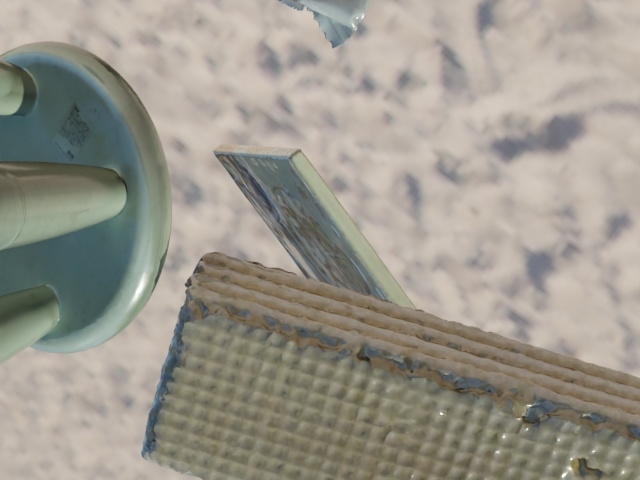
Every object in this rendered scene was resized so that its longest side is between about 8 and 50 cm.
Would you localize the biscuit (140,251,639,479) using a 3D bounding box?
[{"bbox_3d":[0.106,0.133,1.198,0.426,0.144,0.078,16,-153,-2],"label":"biscuit"}]

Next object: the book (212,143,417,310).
[{"bbox_3d":[0.000,0.000,1.701,0.208,0.020,0.295,54,170,-12],"label":"book"}]

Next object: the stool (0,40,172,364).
[{"bbox_3d":[-0.217,-0.017,1.125,0.195,0.195,0.199,46,-150,22],"label":"stool"}]

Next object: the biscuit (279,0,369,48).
[{"bbox_3d":[-0.036,-0.307,1.370,0.186,0.079,0.309,41,150,57],"label":"biscuit"}]
